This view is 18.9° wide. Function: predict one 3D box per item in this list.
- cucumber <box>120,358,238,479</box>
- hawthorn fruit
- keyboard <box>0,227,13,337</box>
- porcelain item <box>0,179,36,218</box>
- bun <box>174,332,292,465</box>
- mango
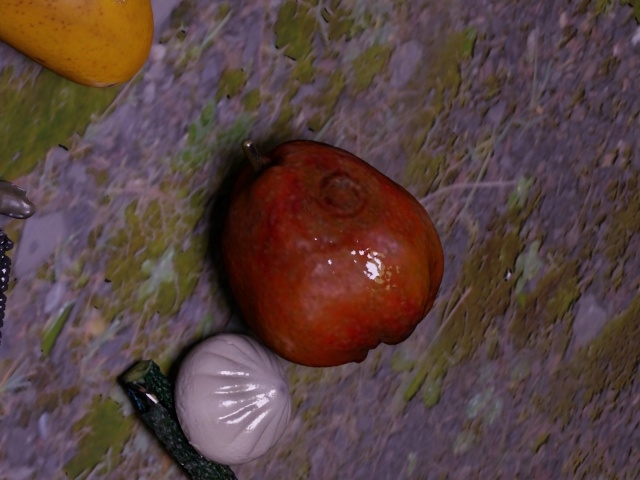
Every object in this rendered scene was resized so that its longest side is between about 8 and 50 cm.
[{"bbox_3d":[-0.123,0.227,1.966,0.043,0.044,0.256,-32,116,-1],"label":"cucumber"},{"bbox_3d":[0.000,0.000,1.927,0.224,0.224,0.261,-38,103,-24],"label":"hawthorn fruit"},{"bbox_3d":[-0.318,0.094,1.750,0.072,0.023,0.231,-39,152,-46],"label":"keyboard"},{"bbox_3d":[-0.350,-0.061,1.756,0.216,0.081,0.069,22,63,-37],"label":"porcelain item"},{"bbox_3d":[-0.075,0.157,1.940,0.138,0.094,0.138,18,65,-45],"label":"bun"},{"bbox_3d":[-0.255,-0.242,1.739,0.160,0.191,0.290,-53,126,-9],"label":"mango"}]
